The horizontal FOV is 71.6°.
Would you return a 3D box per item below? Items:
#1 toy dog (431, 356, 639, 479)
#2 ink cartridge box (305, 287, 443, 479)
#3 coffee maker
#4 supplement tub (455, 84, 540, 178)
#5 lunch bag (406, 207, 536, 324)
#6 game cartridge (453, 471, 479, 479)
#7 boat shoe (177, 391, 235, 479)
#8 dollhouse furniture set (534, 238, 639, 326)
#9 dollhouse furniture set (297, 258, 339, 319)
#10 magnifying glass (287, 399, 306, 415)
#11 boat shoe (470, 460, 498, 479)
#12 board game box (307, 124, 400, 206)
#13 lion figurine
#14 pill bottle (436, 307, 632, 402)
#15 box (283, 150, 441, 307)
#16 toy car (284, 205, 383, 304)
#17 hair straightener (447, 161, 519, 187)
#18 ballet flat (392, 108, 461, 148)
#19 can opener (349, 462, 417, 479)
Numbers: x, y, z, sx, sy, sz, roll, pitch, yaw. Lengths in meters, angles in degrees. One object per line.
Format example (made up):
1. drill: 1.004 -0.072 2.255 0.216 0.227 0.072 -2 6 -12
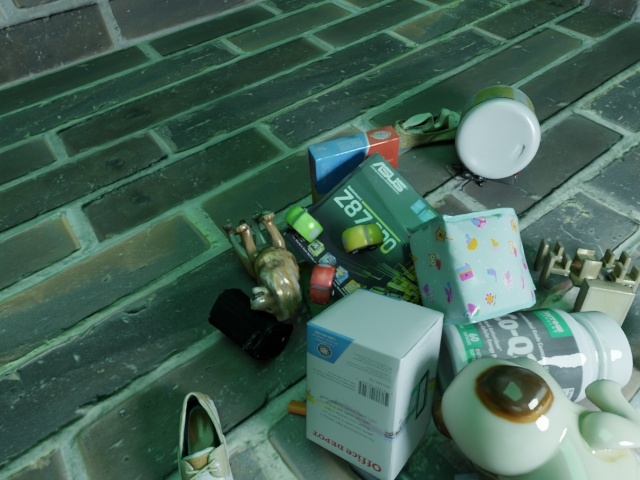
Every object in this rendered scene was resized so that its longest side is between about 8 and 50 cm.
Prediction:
1. toy dog: 0.369 0.384 0.730 0.395 0.285 0.408 -26 71 -24
2. ink cartridge box: 0.103 0.271 0.875 0.198 0.271 0.197 15 24 32
3. coffee maker: -0.179 0.195 1.078 0.178 0.171 0.120 29 73 27
4. supplement tub: 0.568 -0.363 1.433 0.240 0.241 0.331 14 31 14
5. lunch bag: 0.335 0.051 0.935 0.262 0.160 0.224 -7 81 -29
6. game cartridge: 0.298 0.509 0.883 0.055 0.017 0.083 -9 49 0
7. boat shoe: -0.239 0.456 0.898 0.113 0.103 0.302 -19 51 -12
8. dollhouse furniture set: 0.680 0.130 1.140 0.211 0.161 0.242 9 28 11
9. dollhouse furniture set: 0.090 0.070 1.183 0.301 0.151 0.198 -17 50 -11
10. magnifying glass: 0.039 0.389 0.979 0.230 0.026 0.092 8 21 15
11. boat shoe: 0.397 0.463 0.879 0.189 0.072 0.068 15 51 15
12. board game box: 0.093 -0.153 1.267 0.242 0.317 0.064 -17 50 -11
13. lion figurine: -0.148 0.055 1.161 0.142 0.241 0.392 -23 11 -9
14. pill bottle: 0.446 0.257 0.968 0.360 0.204 0.204 -6 49 -2
15. box: 0.152 0.029 1.092 0.318 0.097 0.395 -40 77 -3
16. toy car: 0.000 0.000 1.041 0.225 0.053 0.239 42 88 12
17. hair straightener: 0.537 -0.222 1.479 0.230 0.047 0.089 16 52 16
18. ballet flat: 0.415 -0.418 1.613 0.348 0.123 0.123 -14 50 -10
19. can opener: 0.180 0.497 0.857 0.280 0.093 0.074 30 55 32
